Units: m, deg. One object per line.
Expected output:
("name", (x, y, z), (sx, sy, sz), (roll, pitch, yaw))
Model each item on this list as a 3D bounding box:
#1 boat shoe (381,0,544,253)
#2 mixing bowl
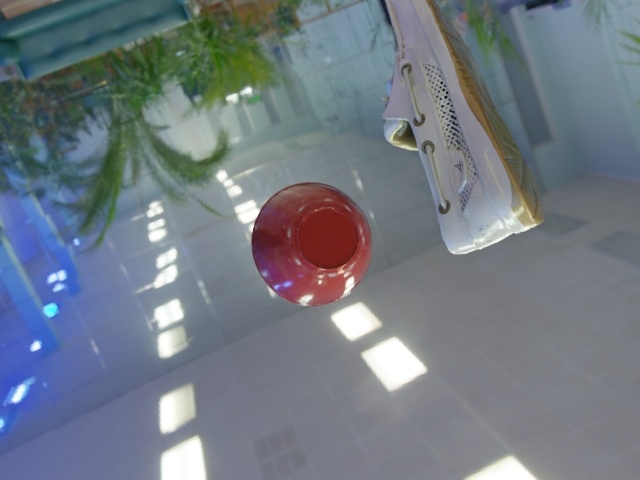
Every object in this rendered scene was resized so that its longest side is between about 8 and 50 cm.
("boat shoe", (0.094, -0.116, 0.687), (0.096, 0.277, 0.098), (-30, 148, 23))
("mixing bowl", (0.000, 0.000, 1.118), (0.182, 0.181, 0.098), (-25, -179, -15))
